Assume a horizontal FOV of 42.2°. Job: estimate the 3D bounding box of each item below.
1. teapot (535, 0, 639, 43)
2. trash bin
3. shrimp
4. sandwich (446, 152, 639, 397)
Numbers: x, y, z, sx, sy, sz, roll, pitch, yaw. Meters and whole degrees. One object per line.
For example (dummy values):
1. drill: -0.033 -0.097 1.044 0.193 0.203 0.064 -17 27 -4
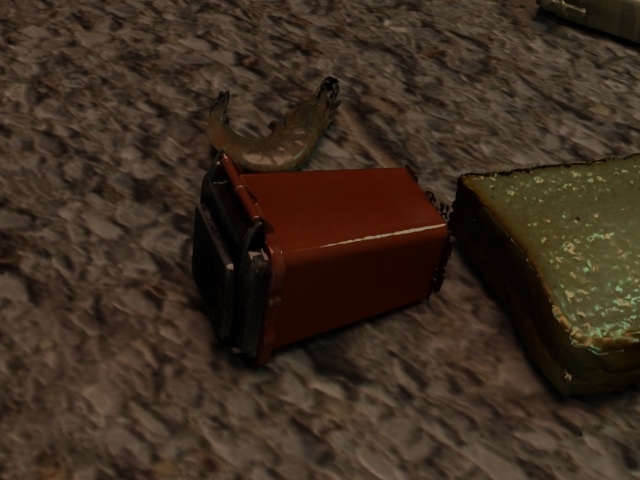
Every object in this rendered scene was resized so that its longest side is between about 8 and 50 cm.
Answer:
1. teapot: 0.433 -0.362 1.287 0.200 0.077 0.107 25 48 20
2. trash bin: 0.000 0.000 0.836 0.238 0.185 0.161 -11 46 -22
3. shrimp: -0.060 -0.161 1.085 0.152 0.046 0.219 24 49 16
4. sandwich: 0.325 0.022 0.881 0.301 0.099 0.271 -9 51 -16
